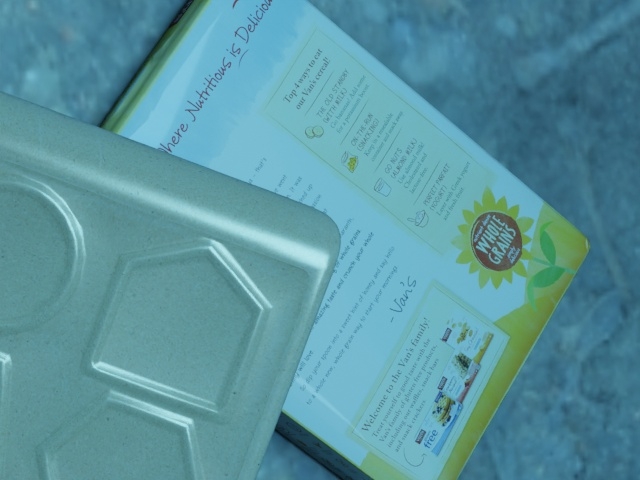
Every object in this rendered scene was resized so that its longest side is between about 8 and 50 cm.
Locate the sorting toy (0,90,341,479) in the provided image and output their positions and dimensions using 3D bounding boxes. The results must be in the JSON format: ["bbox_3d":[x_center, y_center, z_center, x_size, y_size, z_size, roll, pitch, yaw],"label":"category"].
[{"bbox_3d":[-0.113,0.055,0.859,0.193,0.038,0.208,20,88,-5],"label":"sorting toy"}]

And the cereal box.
[{"bbox_3d":[0.000,0.000,0.948,0.240,0.047,0.173,39,71,-17],"label":"cereal box"}]
